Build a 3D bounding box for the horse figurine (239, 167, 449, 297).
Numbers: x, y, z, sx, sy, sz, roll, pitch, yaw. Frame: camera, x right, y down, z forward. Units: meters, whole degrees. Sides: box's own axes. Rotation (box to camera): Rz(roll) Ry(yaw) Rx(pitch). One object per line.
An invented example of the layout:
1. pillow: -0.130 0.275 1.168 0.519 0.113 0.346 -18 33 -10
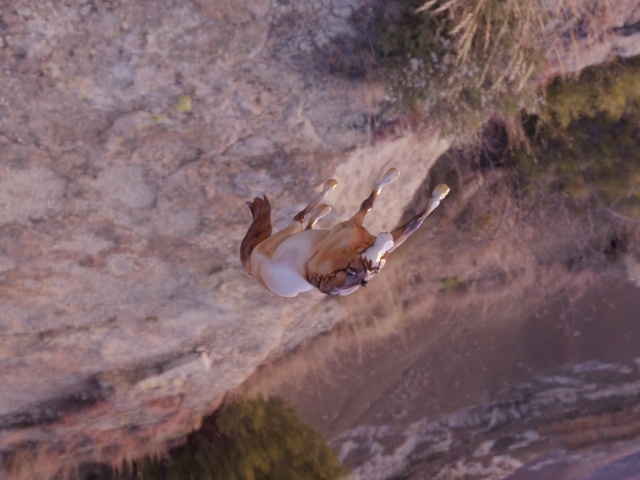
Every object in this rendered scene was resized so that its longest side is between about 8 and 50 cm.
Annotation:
1. horse figurine: 0.000 0.000 0.672 0.263 0.174 0.066 -4 127 47
